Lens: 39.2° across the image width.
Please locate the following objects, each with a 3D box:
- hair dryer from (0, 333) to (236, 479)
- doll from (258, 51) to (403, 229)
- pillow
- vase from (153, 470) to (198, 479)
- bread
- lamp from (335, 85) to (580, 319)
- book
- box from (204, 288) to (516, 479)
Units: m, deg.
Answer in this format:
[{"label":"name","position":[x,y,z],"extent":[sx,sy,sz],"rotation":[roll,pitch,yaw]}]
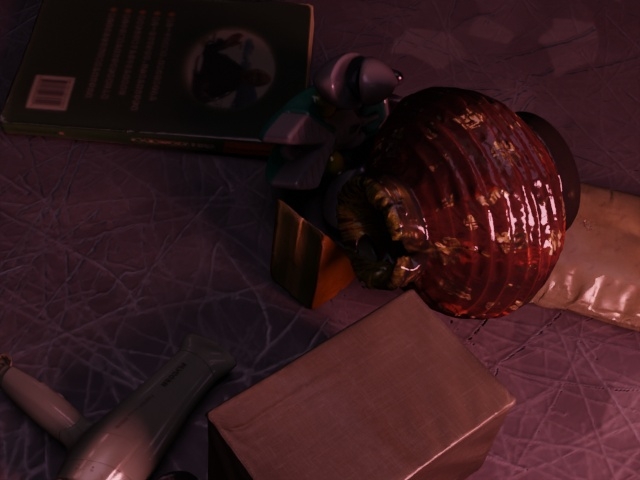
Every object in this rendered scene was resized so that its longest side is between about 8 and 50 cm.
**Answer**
[{"label":"hair dryer","position":[-0.234,0.142,0.883],"extent":[0.237,0.075,0.206],"rotation":[20,46,19]},{"label":"doll","position":[0.036,-0.146,1.041],"extent":[0.153,0.195,0.258],"rotation":[3,54,33]},{"label":"pillow","position":[0.317,0.016,1.018],"extent":[0.302,0.075,0.185],"rotation":[15,62,6]},{"label":"vase","position":[-0.104,0.277,0.761],"extent":[0.120,0.120,0.183],"rotation":[-18,39,-19]},{"label":"bread","position":[0.000,-0.003,0.957],"extent":[0.074,0.139,0.084],"rotation":[38,58,22]},{"label":"lamp","position":[0.134,-0.035,0.900],"extent":[0.246,0.247,0.247],"rotation":[3,52,-4]},{"label":"book","position":[-0.199,-0.224,1.170],"extent":[0.370,0.043,0.260],"rotation":[5,55,-1]},{"label":"box","position":[0.028,0.182,0.813],"extent":[0.231,0.149,0.155],"rotation":[-30,61,-26]}]
